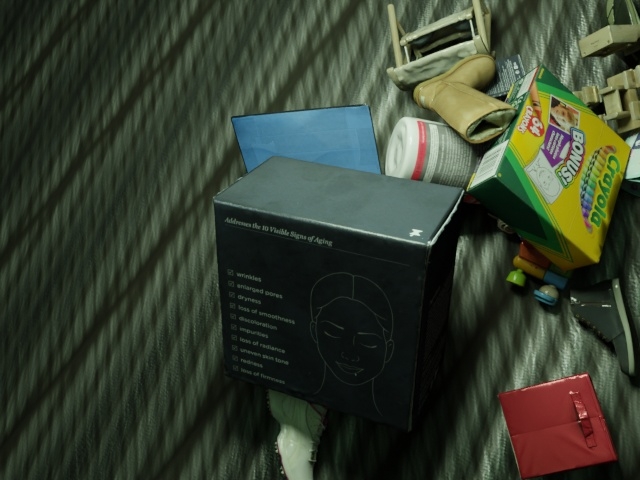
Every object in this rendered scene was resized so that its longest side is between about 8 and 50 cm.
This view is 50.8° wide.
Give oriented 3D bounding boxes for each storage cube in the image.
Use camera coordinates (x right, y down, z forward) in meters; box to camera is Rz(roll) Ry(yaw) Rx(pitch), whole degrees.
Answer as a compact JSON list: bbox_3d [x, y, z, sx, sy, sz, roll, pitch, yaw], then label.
[{"bbox_3d":[0.514,0.403,1.453,0.193,0.215,0.184,-19,68,18],"label":"storage cube"}]

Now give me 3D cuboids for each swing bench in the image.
[{"bbox_3d":[0.323,-0.535,1.804,0.253,0.165,0.255,-13,59,28],"label":"swing bench"}]

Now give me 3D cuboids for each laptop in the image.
[{"bbox_3d":[-0.039,-0.107,1.778,0.382,0.236,0.408,-2,72,17],"label":"laptop"}]

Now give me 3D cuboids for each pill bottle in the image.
[{"bbox_3d":[0.329,-0.183,1.610,0.318,0.176,0.176,8,73,-11],"label":"pill bottle"}]

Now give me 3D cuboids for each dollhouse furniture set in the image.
[{"bbox_3d":[0.744,-0.388,1.631,0.161,0.212,0.242,-10,88,-23],"label":"dollhouse furniture set"}]

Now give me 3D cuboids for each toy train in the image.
[{"bbox_3d":[0.494,0.047,1.643,0.248,0.105,0.143,27,95,23],"label":"toy train"}]

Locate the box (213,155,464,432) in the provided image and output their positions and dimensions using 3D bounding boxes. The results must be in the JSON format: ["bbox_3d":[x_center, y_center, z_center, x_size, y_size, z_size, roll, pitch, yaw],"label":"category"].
[{"bbox_3d":[0.039,0.105,1.526,0.479,0.472,0.297,13,32,20],"label":"box"}]

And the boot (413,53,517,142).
[{"bbox_3d":[0.369,-0.329,1.561,0.236,0.089,0.269,-30,34,-5],"label":"boot"}]

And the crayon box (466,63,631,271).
[{"bbox_3d":[0.530,-0.165,1.529,0.313,0.106,0.363,36,61,-13],"label":"crayon box"}]

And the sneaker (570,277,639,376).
[{"bbox_3d":[0.656,0.206,1.555,0.118,0.083,0.222,-16,74,32],"label":"sneaker"}]

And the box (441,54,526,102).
[{"bbox_3d":[0.431,-0.378,1.768,0.207,0.153,0.108,-12,69,12],"label":"box"}]

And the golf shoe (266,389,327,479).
[{"bbox_3d":[-0.041,0.473,1.654,0.140,0.115,0.306,-17,69,8],"label":"golf shoe"}]

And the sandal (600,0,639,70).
[{"bbox_3d":[0.820,-0.517,1.732,0.086,0.120,0.303,-13,68,-17],"label":"sandal"}]

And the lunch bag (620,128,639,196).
[{"bbox_3d":[0.841,-0.199,1.582,0.262,0.160,0.223,24,84,37],"label":"lunch bag"}]
